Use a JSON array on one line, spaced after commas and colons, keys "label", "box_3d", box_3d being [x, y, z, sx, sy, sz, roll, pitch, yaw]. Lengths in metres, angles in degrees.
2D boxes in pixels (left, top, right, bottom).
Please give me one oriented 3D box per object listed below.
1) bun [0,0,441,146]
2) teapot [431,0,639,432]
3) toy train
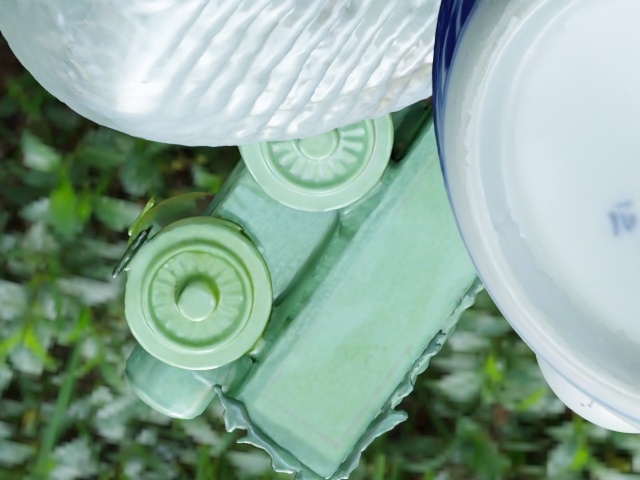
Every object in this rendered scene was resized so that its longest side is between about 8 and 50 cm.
[{"label": "bun", "box_3d": [0.009, -0.193, 0.821, 0.354, 0.194, 0.354, -26, 158, -11]}, {"label": "teapot", "box_3d": [0.179, -0.060, 0.603, 0.252, 0.280, 0.424, 43, 130, 16]}, {"label": "toy train", "box_3d": [0.000, 0.000, 1.066, 0.188, 0.159, 0.271, 34, 96, -8]}]
